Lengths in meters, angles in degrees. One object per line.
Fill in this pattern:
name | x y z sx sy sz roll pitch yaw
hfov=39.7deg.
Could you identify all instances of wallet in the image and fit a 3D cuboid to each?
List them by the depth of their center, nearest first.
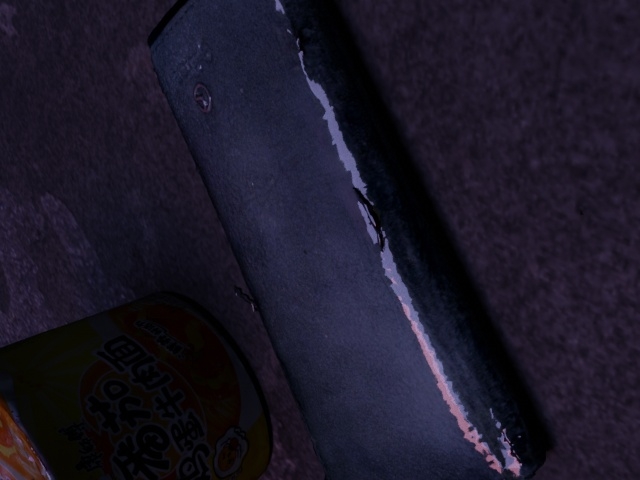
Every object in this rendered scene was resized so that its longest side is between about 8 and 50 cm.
wallet | 0.000 0.000 0.596 0.190 0.046 0.379 -25 91 50

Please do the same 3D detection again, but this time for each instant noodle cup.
instant noodle cup | -0.183 0.179 0.780 0.264 0.200 0.264 27 129 38
